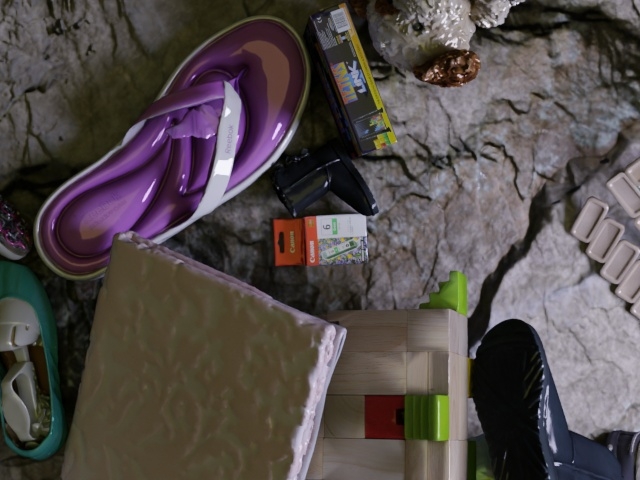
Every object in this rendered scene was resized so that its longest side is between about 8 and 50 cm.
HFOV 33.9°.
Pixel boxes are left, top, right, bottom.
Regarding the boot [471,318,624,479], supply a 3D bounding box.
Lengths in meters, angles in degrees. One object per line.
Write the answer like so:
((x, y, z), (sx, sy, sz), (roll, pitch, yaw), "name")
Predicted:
((0.278, 0.235, 1.257), (0.094, 0.207, 0.247), (-22, 59, 31), "boot")

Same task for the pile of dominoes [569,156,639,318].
((0.447, 0.008, 1.306), (0.196, 0.040, 0.251), (-37, 93, 30), "pile of dominoes")

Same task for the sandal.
((-0.167, -0.100, 1.255), (0.169, 0.102, 0.416), (45, 88, -4), "sandal")

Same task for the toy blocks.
((0.034, 0.228, 1.214), (0.260, 0.190, 0.382), (-3, 80, 20), "toy blocks")

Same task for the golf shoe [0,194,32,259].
((-0.434, -0.030, 1.266), (0.186, 0.067, 0.086), (36, 116, -4), "golf shoe")

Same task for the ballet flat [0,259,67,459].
((-0.357, 0.144, 1.256), (0.083, 0.087, 0.247), (-12, 91, 3), "ballet flat")

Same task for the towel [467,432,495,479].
((0.154, 0.464, 1.296), (0.320, 0.090, 0.375), (-25, 93, -3), "towel")

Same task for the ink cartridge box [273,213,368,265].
((0.000, 0.000, 1.304), (0.115, 0.029, 0.063), (-3, 91, -4), "ink cartridge box")

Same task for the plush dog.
((0.148, -0.306, 1.255), (0.225, 0.210, 0.262), (-46, 65, 12), "plush dog")

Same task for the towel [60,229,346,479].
((-0.146, 0.192, 1.196), (0.317, 0.053, 0.332), (21, 103, 26), "towel")

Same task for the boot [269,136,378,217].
((0.002, -0.061, 1.286), (0.099, 0.045, 0.121), (-30, 75, -8), "boot")

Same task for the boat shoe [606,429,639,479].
((0.385, 0.340, 1.333), (0.065, 0.075, 0.206), (11, 98, 39), "boat shoe")

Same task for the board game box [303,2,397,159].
((0.032, -0.184, 1.246), (0.048, 0.141, 0.170), (-21, 92, -4), "board game box")

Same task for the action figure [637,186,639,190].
((0.500, -0.044, 1.322), (0.232, 0.063, 0.137), (14, 94, 0), "action figure")
